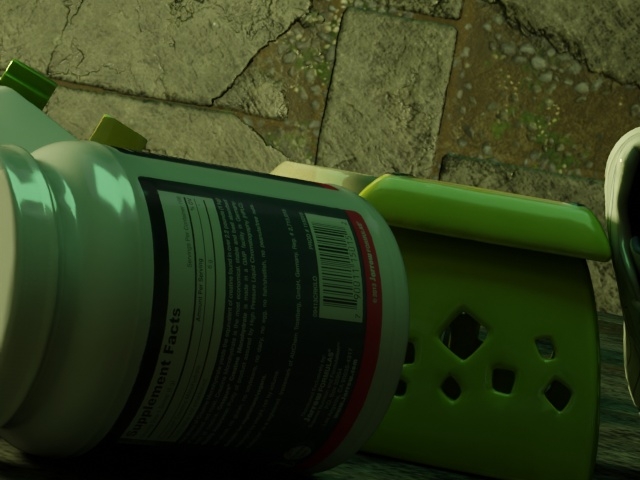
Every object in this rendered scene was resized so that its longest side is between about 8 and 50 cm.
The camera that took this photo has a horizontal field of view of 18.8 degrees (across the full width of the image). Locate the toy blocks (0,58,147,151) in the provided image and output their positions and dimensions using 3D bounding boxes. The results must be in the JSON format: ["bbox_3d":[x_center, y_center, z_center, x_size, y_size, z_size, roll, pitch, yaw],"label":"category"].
[{"bbox_3d":[-0.290,-0.031,1.680,0.381,0.191,0.261,31,13,-8],"label":"toy blocks"}]

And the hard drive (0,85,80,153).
[{"bbox_3d":[-0.306,-0.023,1.431,0.233,0.047,0.353,37,33,30],"label":"hard drive"}]

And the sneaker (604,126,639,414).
[{"bbox_3d":[0.274,0.053,1.525,0.111,0.297,0.129,-16,-6,17],"label":"sneaker"}]

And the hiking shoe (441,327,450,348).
[{"bbox_3d":[0.051,0.071,2.012,0.132,0.113,0.304,10,3,-13],"label":"hiking shoe"}]

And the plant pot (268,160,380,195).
[{"bbox_3d":[0.000,0.000,2.520,0.284,0.191,0.284,10,3,-1],"label":"plant pot"}]

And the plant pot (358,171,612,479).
[{"bbox_3d":[0.113,0.061,1.494,0.228,0.207,0.227,10,3,7],"label":"plant pot"}]

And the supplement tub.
[{"bbox_3d":[-0.100,0.043,1.192,0.272,0.191,0.191,9,3,-34],"label":"supplement tub"}]
